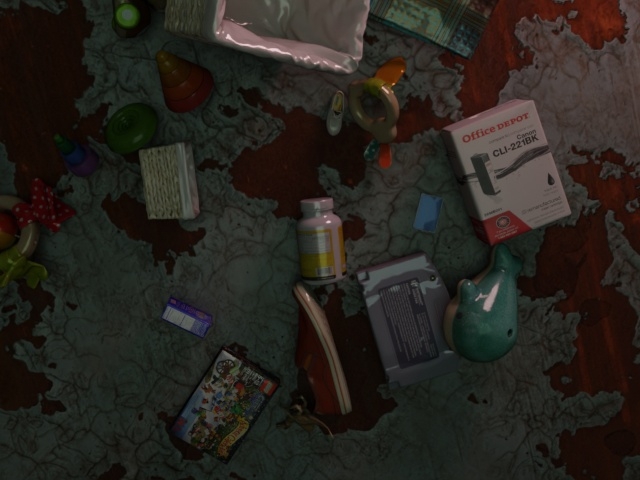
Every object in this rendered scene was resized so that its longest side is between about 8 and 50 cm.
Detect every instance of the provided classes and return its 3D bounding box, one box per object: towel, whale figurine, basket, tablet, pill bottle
[{"bbox_3d":[0.200,-0.568,1.641,0.370,0.040,0.271,25,116,3],"label":"towel"},{"bbox_3d":[0.392,0.146,1.774,0.216,0.141,0.272,36,78,-37],"label":"whale figurine"},{"bbox_3d":[-0.326,-0.128,1.708,0.103,0.113,0.167,-7,99,-1],"label":"basket"},{"bbox_3d":[0.247,-0.063,1.814,0.054,0.006,0.083,12,99,-6],"label":"tablet"},{"bbox_3d":[0.000,0.000,1.757,0.103,0.103,0.184,-6,99,-3],"label":"pill bottle"},{"bbox_3d":[-0.096,-0.513,1.536,0.328,0.266,0.331,5,100,-34],"label":"basket"}]

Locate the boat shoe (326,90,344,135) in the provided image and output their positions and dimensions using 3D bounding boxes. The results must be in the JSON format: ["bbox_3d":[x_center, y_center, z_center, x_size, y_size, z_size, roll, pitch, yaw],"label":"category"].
[{"bbox_3d":[0.035,-0.282,1.748,0.035,0.035,0.100,11,98,-6],"label":"boat shoe"}]

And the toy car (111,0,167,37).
[{"bbox_3d":[-0.337,-0.497,1.638,0.188,0.155,0.149,-6,100,-16],"label":"toy car"}]

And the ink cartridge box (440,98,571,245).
[{"bbox_3d":[0.408,-0.154,1.755,0.197,0.114,0.273,-22,99,0],"label":"ink cartridge box"}]

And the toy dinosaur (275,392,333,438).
[{"bbox_3d":[-0.037,0.403,1.813,0.053,0.183,0.093,-41,112,-40],"label":"toy dinosaur"}]

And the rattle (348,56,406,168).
[{"bbox_3d":[0.146,-0.282,1.759,0.130,0.143,0.200,-9,119,29],"label":"rattle"}]

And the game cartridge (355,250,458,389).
[{"bbox_3d":[0.212,0.182,1.829,0.196,0.060,0.294,-16,100,2],"label":"game cartridge"}]

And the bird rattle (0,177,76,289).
[{"bbox_3d":[-0.664,-0.020,1.700,0.207,0.143,0.254,17,95,10],"label":"bird rattle"}]

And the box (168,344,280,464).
[{"bbox_3d":[-0.221,0.381,1.832,0.159,0.044,0.233,32,96,-8],"label":"box"}]

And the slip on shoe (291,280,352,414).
[{"bbox_3d":[-0.015,0.252,1.795,0.101,0.123,0.331,-15,105,2],"label":"slip on shoe"}]

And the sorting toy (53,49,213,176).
[{"bbox_3d":[-0.403,-0.279,1.648,0.365,0.127,0.126,-35,143,2],"label":"sorting toy"}]

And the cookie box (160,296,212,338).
[{"bbox_3d":[-0.299,0.172,1.770,0.107,0.092,0.040,27,93,-7],"label":"cookie box"}]
